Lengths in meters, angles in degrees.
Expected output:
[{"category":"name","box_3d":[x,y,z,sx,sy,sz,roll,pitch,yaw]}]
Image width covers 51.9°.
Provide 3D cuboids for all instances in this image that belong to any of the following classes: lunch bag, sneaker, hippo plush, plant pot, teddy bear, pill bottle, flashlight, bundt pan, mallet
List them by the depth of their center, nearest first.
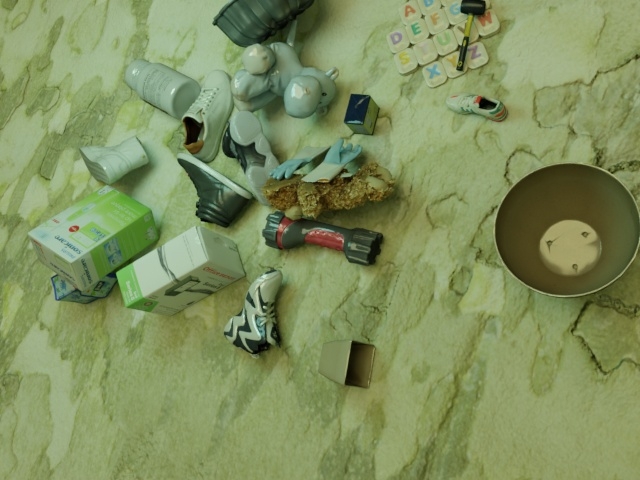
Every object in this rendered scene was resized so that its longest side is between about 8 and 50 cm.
[{"category":"plant pot","box_3d":[0.531,-0.005,1.414,0.284,0.191,0.283,-6,75,22]},{"category":"plant pot","box_3d":[0.057,0.295,1.596,0.096,0.109,0.108,3,77,37]},{"category":"sneaker","box_3d":[0.383,-0.344,1.632,0.161,0.075,0.057,22,86,27]},{"category":"teddy bear","box_3d":[0.026,-0.115,1.648,0.338,0.245,0.113,-12,114,1]},{"category":"mallet","box_3d":[0.385,-0.528,1.685,0.063,0.039,0.189,4,85,21]},{"category":"flashlight","box_3d":[0.000,0.000,1.699,0.304,0.103,0.103,15,109,25]},{"category":"sneaker","box_3d":[-0.137,0.203,1.708,0.153,0.094,0.235,39,94,26]},{"category":"hippo plush","box_3d":[-0.086,-0.417,1.814,0.237,0.294,0.234,35,131,7]},{"category":"bundt pan","box_3d":[-0.136,-0.655,1.838,0.331,0.331,0.124,-34,103,12]},{"category":"sneaker","box_3d":[-0.195,-0.225,1.844,0.101,0.153,0.268,-23,101,-23]},{"category":"sneaker","box_3d":[-0.338,-0.141,1.881,0.296,0.105,0.146,33,94,28]},{"category":"sneaker","box_3d":[-0.336,-0.386,1.935,0.106,0.123,0.289,2,76,26]},{"category":"lunch bag","box_3d":[-0.693,0.127,1.953,0.151,0.129,0.096,-26,72,14]},{"category":"pill bottle","box_3d":[-0.487,-0.471,2.017,0.229,0.131,0.131,31,90,27]},{"category":"sneaker","box_3d":[-0.638,-0.262,2.056,0.169,0.108,0.293,-33,34,-24]}]

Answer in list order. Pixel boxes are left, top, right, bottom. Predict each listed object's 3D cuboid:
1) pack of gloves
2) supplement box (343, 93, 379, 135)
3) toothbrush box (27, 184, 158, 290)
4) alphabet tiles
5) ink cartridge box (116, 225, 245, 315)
[{"category":"pack of gloves","box_3d":[-0.013,-0.218,1.695,0.195,0.232,0.046,5,120,29]},{"category":"supplement box","box_3d":[0.110,-0.334,1.745,0.056,0.083,0.083,11,81,26]},{"category":"toothbrush box","box_3d":[-0.648,-0.014,1.893,0.206,0.122,0.283,28,51,29]},{"category":"alphabet tiles","box_3d":[0.322,-0.551,1.745,0.284,0.021,0.277,-22,68,18]},{"category":"ink cartridge box","box_3d":[-0.375,0.089,1.783,0.273,0.198,0.114,-29,67,15]}]
